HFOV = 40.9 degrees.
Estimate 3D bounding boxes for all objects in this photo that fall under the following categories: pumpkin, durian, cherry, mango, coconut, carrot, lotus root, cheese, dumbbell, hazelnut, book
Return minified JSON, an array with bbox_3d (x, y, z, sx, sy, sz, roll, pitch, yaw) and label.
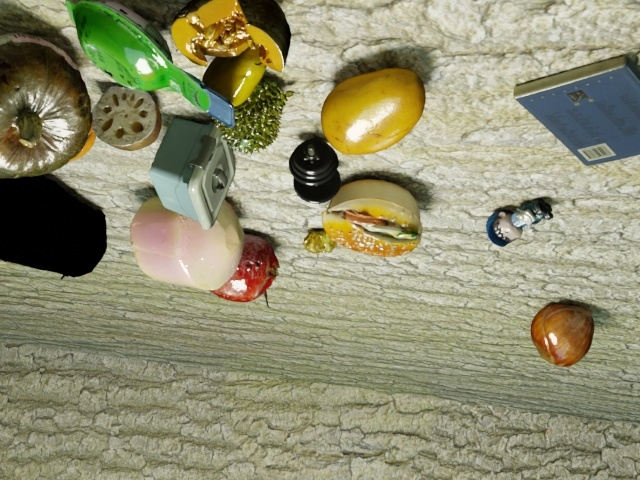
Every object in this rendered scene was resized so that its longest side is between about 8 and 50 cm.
[{"bbox_3d":[-0.120,-0.317,1.266,0.183,0.108,0.119,12,154,20],"label":"pumpkin"},{"bbox_3d":[-0.516,-0.216,1.467,0.260,0.260,0.189,31,-172,-45],"label":"pumpkin"},{"bbox_3d":[-0.134,-0.219,1.548,0.137,0.096,0.221,15,152,-17],"label":"durian"},{"bbox_3d":[-0.228,0.068,2.193,0.249,0.192,0.175,7,130,5],"label":"cherry"},{"bbox_3d":[0.092,-0.217,1.427,0.144,0.113,0.219,24,150,-29],"label":"mango"},{"bbox_3d":[-0.296,-0.002,2.016,0.245,0.233,0.233,5,160,32],"label":"coconut"},{"bbox_3d":[-0.678,-0.038,2.060,0.224,0.224,0.340,-4,160,30],"label":"carrot"},{"bbox_3d":[-0.361,-0.220,1.605,0.122,0.112,0.081,8,165,-1],"label":"lotus root"},{"bbox_3d":[-0.269,-0.281,1.358,0.320,0.083,0.204,32,164,3],"label":"cheese"},{"bbox_3d":[-0.135,-0.272,1.390,0.076,0.103,0.161,29,152,-24],"label":"mango"},{"bbox_3d":[-0.010,-0.134,1.700,0.099,0.099,0.208,6,157,7],"label":"dumbbell"},{"bbox_3d":[0.664,0.257,2.335,0.182,0.182,0.182,8,159,3],"label":"hazelnut"},{"bbox_3d":[0.469,-0.206,1.422,0.190,0.025,0.269,-12,151,40],"label":"book"}]

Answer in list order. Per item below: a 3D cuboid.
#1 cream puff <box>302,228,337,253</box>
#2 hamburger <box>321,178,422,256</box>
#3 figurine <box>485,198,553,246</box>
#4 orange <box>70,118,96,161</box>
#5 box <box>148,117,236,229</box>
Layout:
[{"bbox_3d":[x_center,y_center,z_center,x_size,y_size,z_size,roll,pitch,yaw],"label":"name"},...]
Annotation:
[{"bbox_3d":[0.000,0.000,2.108,0.083,0.083,0.058,13,117,21],"label":"cream puff"},{"bbox_3d":[0.110,-0.039,1.831,0.236,0.147,0.237,11,161,4],"label":"hamburger"},{"bbox_3d":[0.413,-0.042,1.809,0.086,0.087,0.149,22,140,-33],"label":"figurine"},{"bbox_3d":[-0.500,-0.217,1.659,0.135,0.136,0.117,7,-168,6],"label":"orange"},{"bbox_3d":[-0.248,-0.137,1.721,0.130,0.162,0.227,17,160,9],"label":"box"}]
